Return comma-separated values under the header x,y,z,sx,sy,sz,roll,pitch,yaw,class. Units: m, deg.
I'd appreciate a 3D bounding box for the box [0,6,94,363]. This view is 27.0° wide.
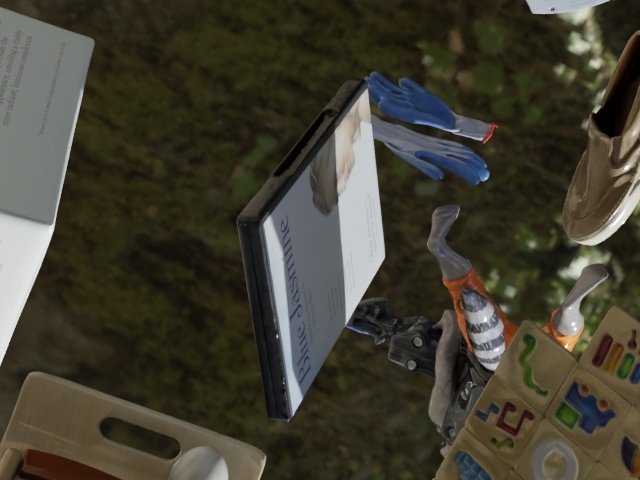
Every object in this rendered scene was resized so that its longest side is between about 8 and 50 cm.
x,y,z,sx,sy,sz,roll,pitch,yaw,class
-0.356,-0.075,0.923,0.215,0.345,0.168,-89,-157,-47,box

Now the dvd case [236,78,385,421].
x,y,z,sx,sy,sz,roll,pitch,yaw,class
0.000,0.000,1.081,0.253,0.022,0.180,-56,145,-53,dvd case

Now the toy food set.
x,y,z,sx,sy,sz,roll,pitch,yaw,class
-0.162,0.222,1.015,0.306,0.220,0.092,-80,-168,-66,toy food set

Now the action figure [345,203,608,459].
x,y,z,sx,sy,sz,roll,pitch,yaw,class
0.154,0.131,1.471,0.178,0.341,0.330,-49,146,-47,action figure

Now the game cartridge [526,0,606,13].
x,y,z,sx,sy,sz,roll,pitch,yaw,class
0.196,-0.204,1.036,0.056,0.083,0.017,58,36,-35,game cartridge

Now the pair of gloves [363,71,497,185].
x,y,z,sx,sy,sz,roll,pitch,yaw,class
0.111,-0.122,1.431,0.198,0.159,0.023,-68,180,-61,pair of gloves

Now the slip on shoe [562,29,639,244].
x,y,z,sx,sy,sz,roll,pitch,yaw,class
0.164,-0.057,0.741,0.135,0.041,0.051,-61,-148,33,slip on shoe

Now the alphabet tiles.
x,y,z,sx,sy,sz,roll,pitch,yaw,class
0.218,0.237,1.067,0.011,0.285,0.342,-7,130,-51,alphabet tiles
